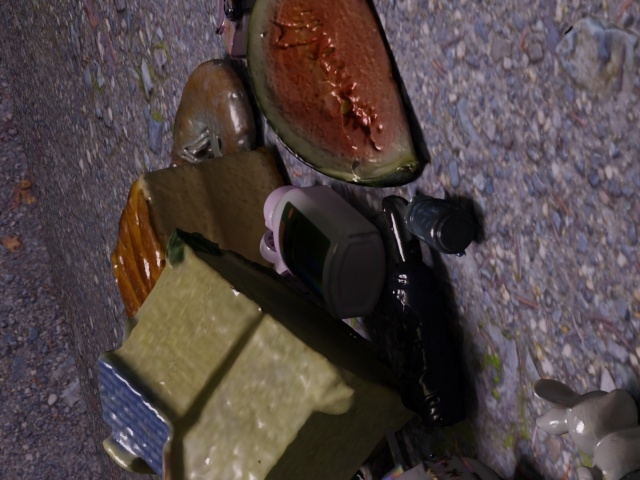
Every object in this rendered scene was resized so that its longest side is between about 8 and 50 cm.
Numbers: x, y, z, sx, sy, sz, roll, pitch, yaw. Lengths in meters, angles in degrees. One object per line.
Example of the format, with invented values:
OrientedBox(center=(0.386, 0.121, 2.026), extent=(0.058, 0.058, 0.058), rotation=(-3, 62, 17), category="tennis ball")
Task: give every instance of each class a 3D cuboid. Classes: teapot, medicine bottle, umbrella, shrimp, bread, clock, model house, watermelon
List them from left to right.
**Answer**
OrientedBox(center=(-0.153, -0.128, 2.190), extent=(0.168, 0.077, 0.317), rotation=(65, 154, 23), category="shrimp")
OrientedBox(center=(-0.139, 0.064, 2.071), extent=(0.279, 0.207, 0.279), rotation=(121, 134, -62), category="bread")
OrientedBox(center=(-0.084, 0.185, 1.737), extent=(0.321, 0.266, 0.261), rotation=(37, -176, 32), category="model house")
OrientedBox(center=(-0.027, 0.039, 1.930), extent=(0.041, 0.087, 0.129), rotation=(112, 142, -51), category="clock")
OrientedBox(center=(-0.011, -0.173, 1.694), extent=(0.159, 0.128, 0.303), rotation=(125, 129, -63), category="watermelon")
OrientedBox(center=(0.000, 0.000, 1.843), extent=(0.219, 0.078, 0.115), rotation=(-137, 44, -56), category="medicine bottle")
OrientedBox(center=(0.100, 0.075, 1.638), extent=(0.071, 0.071, 0.248), rotation=(179, 78, -70), category="umbrella")
OrientedBox(center=(0.125, -0.014, 1.561), extent=(0.049, 0.064, 0.083), rotation=(-66, 24, 5), category="teapot")

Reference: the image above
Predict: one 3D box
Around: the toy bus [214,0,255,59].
OrientedBox(center=(-0.073, -0.346, 1.819), extent=(0.112, 0.090, 0.274), rotation=(-113, 23, -43), category="toy bus")

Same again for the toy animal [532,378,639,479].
OrientedBox(center=(0.240, 0.167, 1.317), extent=(0.071, 0.085, 0.124), rotation=(74, 175, -49), category="toy animal")

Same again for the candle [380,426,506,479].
OrientedBox(center=(0.131, 0.308, 1.534), extent=(0.330, 0.187, 0.187), rotation=(-135, 37, -58), category="candle")

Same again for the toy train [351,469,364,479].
OrientedBox(center=(-0.023, 0.342, 1.839), extent=(0.330, 0.178, 0.138), rotation=(39, 151, 15), category="toy train")

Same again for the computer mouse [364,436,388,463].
OrientedBox(center=(0.018, 0.211, 1.923), extent=(0.236, 0.082, 0.145), rotation=(141, 113, -67), category="computer mouse")
